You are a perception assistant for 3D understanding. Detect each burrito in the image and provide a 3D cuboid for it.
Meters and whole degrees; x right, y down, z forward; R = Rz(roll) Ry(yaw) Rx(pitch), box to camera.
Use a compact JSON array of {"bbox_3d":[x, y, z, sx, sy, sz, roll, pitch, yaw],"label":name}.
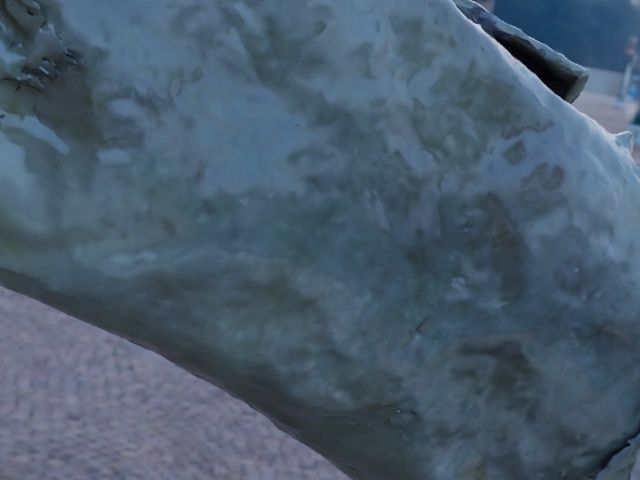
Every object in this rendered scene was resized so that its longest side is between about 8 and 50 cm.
[{"bbox_3d":[0.009,-0.008,0.413,0.347,0.175,0.107,39,12,-28],"label":"burrito"}]
